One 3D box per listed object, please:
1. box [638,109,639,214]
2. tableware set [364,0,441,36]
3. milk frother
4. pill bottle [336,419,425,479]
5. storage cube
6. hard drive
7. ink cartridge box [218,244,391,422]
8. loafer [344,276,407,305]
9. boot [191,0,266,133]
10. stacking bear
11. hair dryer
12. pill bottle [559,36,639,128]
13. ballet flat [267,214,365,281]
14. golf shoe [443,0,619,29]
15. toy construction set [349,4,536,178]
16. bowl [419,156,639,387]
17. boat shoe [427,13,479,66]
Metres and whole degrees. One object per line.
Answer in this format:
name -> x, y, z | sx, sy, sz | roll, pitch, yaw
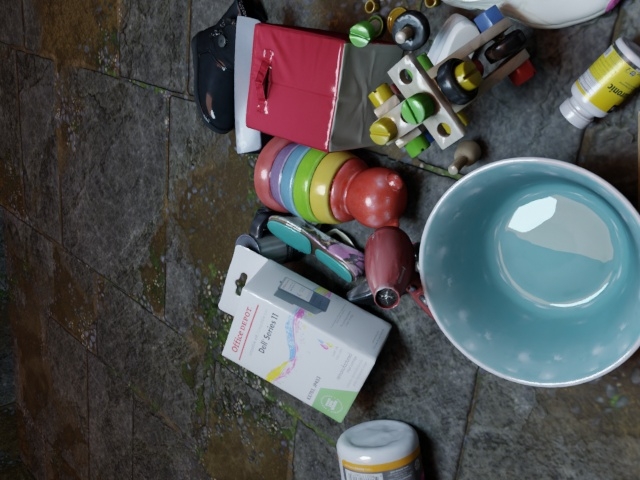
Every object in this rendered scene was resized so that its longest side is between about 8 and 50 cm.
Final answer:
box -> 0.478, -0.064, 0.748 | 0.164, 0.021, 0.201 | 13, 127, 43
tableware set -> 0.136, -0.405, 1.042 | 0.154, 0.024, 0.104 | 5, 104, 43
milk frother -> -0.129, -0.005, 1.325 | 0.143, 0.134, 0.129 | 1, 100, 45
pill bottle -> 0.128, 0.507, 1.183 | 0.162, 0.162, 0.279 | -3, 99, 45
storage cube -> 0.006, -0.270, 1.076 | 0.193, 0.215, 0.184 | 23, 115, 32
hard drive -> -0.103, -0.298, 1.205 | 0.054, 0.172, 0.255 | 5, 99, 28
ink cartridge box -> -0.063, 0.182, 1.214 | 0.353, 0.119, 0.207 | 28, 127, 9
loafer -> 0.110, 0.085, 1.176 | 0.170, 0.062, 0.061 | -25, 59, 44
boot -> -0.191, -0.376, 1.321 | 0.207, 0.094, 0.247 | -13, 85, 49
stacking bear -> 0.032, -0.101, 1.137 | 0.289, 0.164, 0.176 | 19, 113, 36
hair dryer -> 0.161, 0.067, 0.964 | 0.080, 0.293, 0.224 | -50, 61, 23
pill bottle -> 0.382, -0.208, 0.820 | 0.065, 0.065, 0.116 | 56, 133, 19
ballet flat -> 0.000, 0.000, 1.228 | 0.221, 0.079, 0.077 | 31, 153, 16
golf shoe -> 0.257, -0.364, 0.853 | 0.306, 0.140, 0.115 | 23, 115, 37
toy construction set -> 0.160, -0.160, 0.872 | 0.257, 0.237, 0.309 | 0, 121, 35
bowl -> 0.312, 0.029, 0.860 | 0.311, 0.163, 0.312 | 10, 108, 32
boat shoe -> 0.192, -0.279, 0.997 | 0.063, 0.066, 0.184 | -109, 26, -44
